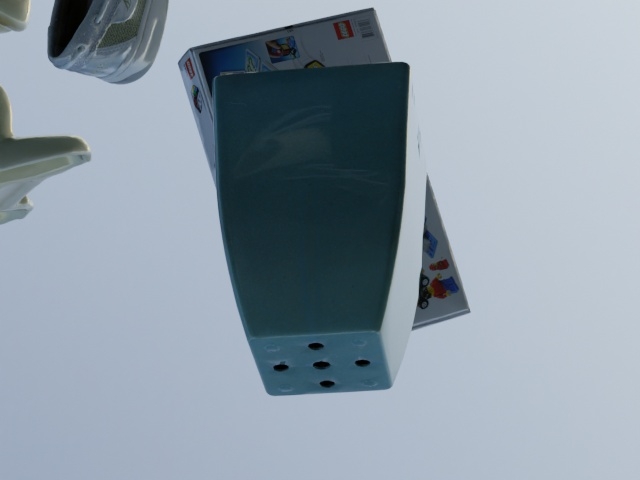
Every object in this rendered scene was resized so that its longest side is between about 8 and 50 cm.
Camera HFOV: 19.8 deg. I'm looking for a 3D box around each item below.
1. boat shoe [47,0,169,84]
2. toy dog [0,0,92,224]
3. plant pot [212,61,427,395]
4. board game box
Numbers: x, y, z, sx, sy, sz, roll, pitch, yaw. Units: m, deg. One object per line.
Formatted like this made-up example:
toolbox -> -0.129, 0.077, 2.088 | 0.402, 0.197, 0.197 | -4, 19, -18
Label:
boat shoe -> -0.205, -0.318, 1.807 | 0.118, 0.320, 0.103 | 10, -179, 39
toy dog -> -0.482, -0.213, 1.984 | 0.395, 0.284, 0.408 | -14, -100, -22
plant pot -> 0.000, 0.000, 1.504 | 0.166, 0.165, 0.234 | -3, -122, 7
board game box -> 0.004, -0.050, 1.698 | 0.193, 0.053, 0.305 | -15, -96, -21
